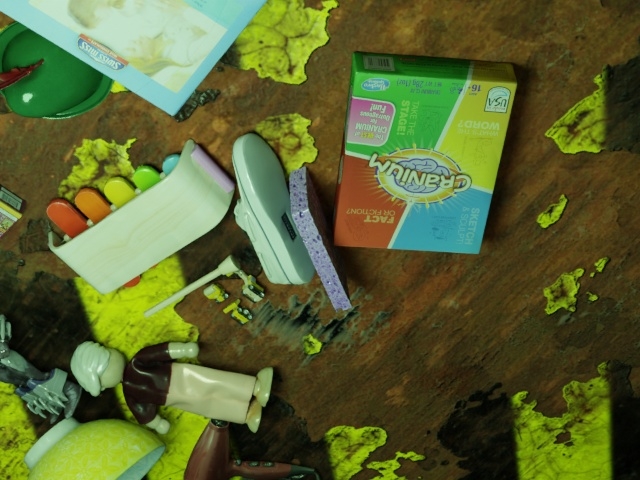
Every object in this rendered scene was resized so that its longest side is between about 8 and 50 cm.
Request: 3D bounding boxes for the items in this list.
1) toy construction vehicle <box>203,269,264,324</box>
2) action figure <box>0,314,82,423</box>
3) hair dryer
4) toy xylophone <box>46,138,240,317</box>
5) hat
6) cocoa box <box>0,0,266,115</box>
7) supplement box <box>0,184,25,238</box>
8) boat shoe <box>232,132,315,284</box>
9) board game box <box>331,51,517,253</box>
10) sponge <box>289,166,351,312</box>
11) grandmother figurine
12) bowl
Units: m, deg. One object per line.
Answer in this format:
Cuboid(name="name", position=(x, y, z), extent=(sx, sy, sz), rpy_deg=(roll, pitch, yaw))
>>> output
Cuboid(name="toy construction vehicle", position=(-0.139, 0.089, 2.004), extent=(0.098, 0.035, 0.086), rpy_deg=(36, 129, -23))
Cuboid(name="action figure", position=(-0.546, 0.208, 2.032), extent=(0.285, 0.099, 0.185), rpy_deg=(35, 135, -20))
Cuboid(name="hair dryer", position=(-0.149, 0.426, 2.249), extent=(0.223, 0.080, 0.294), rpy_deg=(-31, 129, 1))
Cuboid(name="toy xylophone", position=(-0.272, -0.007, 1.889), extent=(0.322, 0.081, 0.236), rpy_deg=(-24, 125, 15))
Cuboid(name="hat", position=(-0.402, -0.197, 1.674), extent=(0.208, 0.184, 0.173), rpy_deg=(-12, 127, 7))
Cuboid(name="cocoa box", position=(-0.260, -0.374, 1.518), extent=(0.347, 0.228, 0.231), rpy_deg=(31, 120, -23))
Cuboid(name="supplement box", position=(-0.512, -0.039, 1.879), extent=(0.055, 0.043, 0.083), rpy_deg=(37, 117, -26))
Cuboid(name="boat shoe", position=(-0.093, -0.041, 1.855), extent=(0.084, 0.095, 0.258), rpy_deg=(-9, 111, 32))
Cuboid(name="board game box", position=(0.152, -0.128, 1.826), extent=(0.242, 0.064, 0.317), rpy_deg=(3, 127, -5))
Cuboid(name="sponge", position=(0.000, 0.000, 1.884), extent=(0.031, 0.117, 0.210), rpy_deg=(-17, 126, 9))
Cuboid(name="grandmother figurine", position=(-0.267, 0.251, 2.083), extent=(0.342, 0.104, 0.208), rpy_deg=(15, 110, -10))
Cuboid(name="bowl", position=(-0.427, 0.404, 2.096), extent=(0.156, 0.289, 0.289), rpy_deg=(46, 119, 9))
